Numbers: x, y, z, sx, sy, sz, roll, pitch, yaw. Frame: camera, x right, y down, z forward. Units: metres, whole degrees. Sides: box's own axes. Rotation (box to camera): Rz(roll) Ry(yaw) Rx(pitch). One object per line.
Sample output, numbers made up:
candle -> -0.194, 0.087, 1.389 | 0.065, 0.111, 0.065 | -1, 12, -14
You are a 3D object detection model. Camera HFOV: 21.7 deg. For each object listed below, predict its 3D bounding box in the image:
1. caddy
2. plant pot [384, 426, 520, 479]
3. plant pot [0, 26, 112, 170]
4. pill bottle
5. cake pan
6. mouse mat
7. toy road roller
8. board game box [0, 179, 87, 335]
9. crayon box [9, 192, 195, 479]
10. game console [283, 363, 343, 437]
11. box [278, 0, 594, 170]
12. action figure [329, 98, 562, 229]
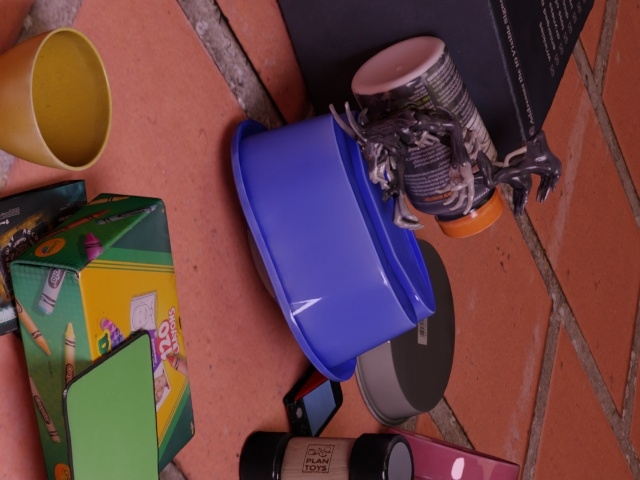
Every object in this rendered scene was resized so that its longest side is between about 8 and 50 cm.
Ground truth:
caddy -> 0.000, 0.000, 2.032 | 0.341, 0.179, 0.241 | 69, 17, 1
plant pot -> 0.164, 0.374, 2.350 | 0.201, 0.201, 0.180 | 24, 81, -62
plant pot -> -0.272, -0.130, 1.580 | 0.134, 0.095, 0.134 | 12, 76, -63
pill bottle -> 0.145, -0.122, 2.102 | 0.245, 0.130, 0.130 | 62, 35, -26
cake pan -> 0.126, 0.125, 2.433 | 0.293, 0.054, 0.293 | 10, 79, -63
mouse mat -> -0.197, 0.195, 1.600 | 0.152, 0.007, 0.189 | -35, 129, -58
toy road roller -> 0.020, 0.393, 2.013 | 0.240, 0.202, 0.329 | 56, 40, -48
board game box -> -0.281, 0.016, 1.626 | 0.186, 0.026, 0.126 | -22, 108, -63
crayon box -> -0.211, 0.112, 1.655 | 0.165, 0.081, 0.278 | -46, 137, -54
game console -> 0.020, 0.192, 2.168 | 0.144, 0.085, 0.124 | -48, 129, -55
box -> 0.155, -0.419, 2.267 | 0.472, 0.297, 0.480 | -63, 142, -49
action figure -> 0.139, -0.087, 1.957 | 0.276, 0.164, 0.141 | 10, 80, -21
